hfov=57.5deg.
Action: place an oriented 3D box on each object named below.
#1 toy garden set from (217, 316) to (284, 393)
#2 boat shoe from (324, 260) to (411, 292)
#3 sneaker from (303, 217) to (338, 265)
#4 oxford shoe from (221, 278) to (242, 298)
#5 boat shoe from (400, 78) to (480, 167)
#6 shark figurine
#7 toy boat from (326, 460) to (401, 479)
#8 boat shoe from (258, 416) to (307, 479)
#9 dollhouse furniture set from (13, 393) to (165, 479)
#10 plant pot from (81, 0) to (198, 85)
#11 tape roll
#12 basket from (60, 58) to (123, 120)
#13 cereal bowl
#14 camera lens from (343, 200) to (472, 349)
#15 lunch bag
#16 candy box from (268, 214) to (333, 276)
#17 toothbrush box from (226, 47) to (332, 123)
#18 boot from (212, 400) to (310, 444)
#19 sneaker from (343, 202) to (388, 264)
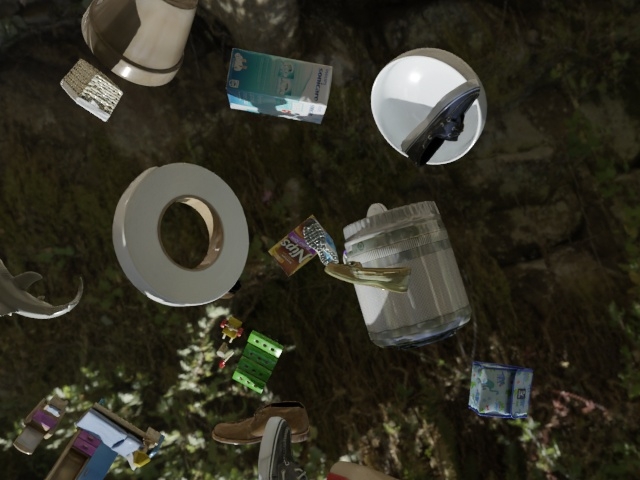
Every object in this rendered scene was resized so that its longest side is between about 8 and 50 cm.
[{"bbox_3d":[-0.234,0.352,1.835,0.244,0.203,0.049,-64,177,39],"label":"toy garden set"},{"bbox_3d":[0.084,0.055,1.035,0.152,0.048,0.056,13,-177,1],"label":"boat shoe"},{"bbox_3d":[0.000,0.000,1.749,0.063,0.162,0.073,-22,-155,15],"label":"sneaker"},{"bbox_3d":[-0.290,0.143,1.809,0.083,0.096,0.227,-61,169,-16],"label":"oxford shoe"},{"bbox_3d":[0.250,-0.227,1.178,0.080,0.076,0.228,-19,163,-42],"label":"boat shoe"},{"bbox_3d":[-0.661,0.141,1.294,0.278,0.166,0.116,19,-158,10],"label":"shark figurine"},{"bbox_3d":[0.089,0.525,1.131,0.150,0.151,0.231,25,159,-9],"label":"toy boat"},{"bbox_3d":[-0.081,0.596,1.410,0.119,0.335,0.121,-8,147,12],"label":"boat shoe"},{"bbox_3d":[-0.585,0.513,1.411,0.303,0.286,0.198,-37,-160,43],"label":"dollhouse furniture set"},{"bbox_3d":[-0.527,-0.693,1.806,0.323,0.323,0.280,-11,162,-48],"label":"plant pot"},{"bbox_3d":[-0.366,-0.017,1.578,0.072,0.392,0.392,-9,-178,44],"label":"tape roll"},{"bbox_3d":[-0.669,-0.445,1.711,0.103,0.167,0.113,-51,139,4],"label":"basket"},{"bbox_3d":[0.324,-0.395,1.669,0.141,0.339,0.339,-45,-170,-37],"label":"cereal bowl"},{"bbox_3d":[0.179,0.077,1.223,0.219,0.275,0.219,-17,175,-1],"label":"camera lens"},{"bbox_3d":[0.473,0.388,1.510,0.151,0.129,0.096,8,178,-7],"label":"lunch bag"},{"bbox_3d":[-0.063,0.017,1.883,0.186,0.109,0.053,-39,-178,3],"label":"candy box"},{"bbox_3d":[-0.123,-0.458,1.755,0.295,0.126,0.216,8,177,-5],"label":"toothbrush box"},{"bbox_3d":[-0.188,0.559,1.808,0.305,0.115,0.112,-5,-168,2],"label":"boot"},{"bbox_3d":[0.155,0.004,1.978,0.161,0.282,0.102,9,170,-39],"label":"sneaker"}]
